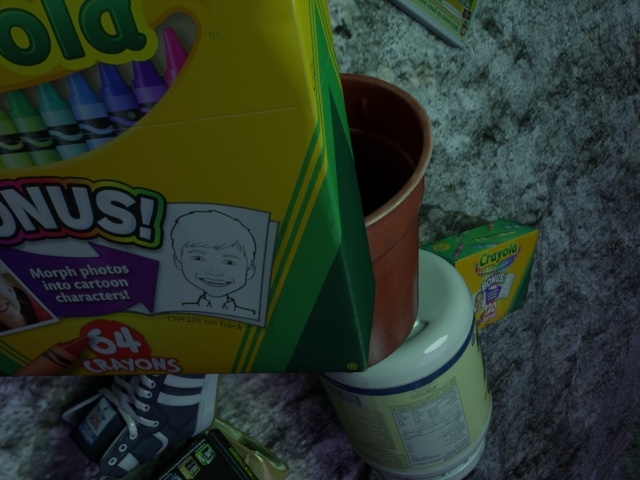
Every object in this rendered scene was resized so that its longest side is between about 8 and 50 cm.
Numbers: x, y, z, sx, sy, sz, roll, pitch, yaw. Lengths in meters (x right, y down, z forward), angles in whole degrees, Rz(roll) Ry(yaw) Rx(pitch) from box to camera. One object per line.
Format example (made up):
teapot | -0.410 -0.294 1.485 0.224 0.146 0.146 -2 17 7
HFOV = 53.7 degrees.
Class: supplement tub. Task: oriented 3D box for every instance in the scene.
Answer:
supplement tub | 0.124 0.197 0.932 0.235 0.235 0.325 -43 133 -25

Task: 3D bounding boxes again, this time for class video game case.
video game case | 0.172 -0.398 0.881 0.212 0.023 0.193 12 98 -49

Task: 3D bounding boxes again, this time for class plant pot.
plant pot | 0.000 0.000 0.717 0.272 0.272 0.265 -43 141 -25

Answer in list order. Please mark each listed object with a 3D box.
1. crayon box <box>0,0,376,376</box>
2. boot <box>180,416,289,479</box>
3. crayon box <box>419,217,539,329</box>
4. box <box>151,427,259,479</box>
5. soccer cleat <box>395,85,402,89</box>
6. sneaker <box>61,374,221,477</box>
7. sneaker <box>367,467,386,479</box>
crayon box | -0.162 -0.044 0.441 0.106 0.363 0.313 -78 160 -50
boot | -0.120 0.396 0.791 0.269 0.236 0.089 -59 177 -7
crayon box | 0.283 0.070 1.155 0.278 0.081 0.165 -16 118 -41
box | -0.140 0.354 0.741 0.191 0.184 0.045 -41 165 -3
soccer cleat | 0.088 -0.116 0.887 0.076 0.068 0.196 8 98 -50
sneaker | -0.187 0.137 0.661 0.153 0.099 0.282 -24 137 -36
sneaker | 0.134 0.423 1.147 0.118 0.110 0.292 -25 124 -26
